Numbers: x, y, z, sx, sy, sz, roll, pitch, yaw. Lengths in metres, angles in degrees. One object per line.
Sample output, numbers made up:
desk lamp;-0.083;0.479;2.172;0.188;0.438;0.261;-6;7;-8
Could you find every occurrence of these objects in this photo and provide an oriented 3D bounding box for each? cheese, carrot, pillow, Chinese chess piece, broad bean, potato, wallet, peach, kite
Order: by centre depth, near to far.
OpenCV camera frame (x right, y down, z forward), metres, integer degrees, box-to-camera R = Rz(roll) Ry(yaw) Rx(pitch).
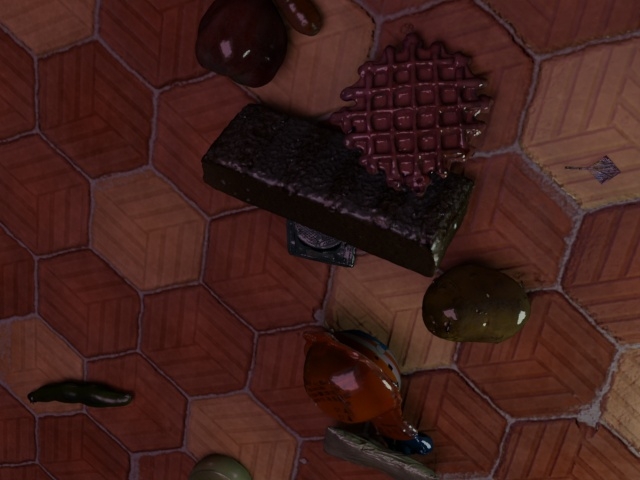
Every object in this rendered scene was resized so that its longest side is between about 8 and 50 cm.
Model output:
kite;0.419;-0.104;1.383;0.078;0.002;0.044;-15;108;27
carrot;-0.075;-0.412;1.426;0.048;0.048;0.216;-40;90;33
peach;-0.122;-0.324;1.434;0.152;0.152;0.152;10;118;19
potato;0.254;0.107;1.490;0.176;0.137;0.137;6;119;-3
wallet;0.000;0.000;1.601;0.129;0.026;0.088;11;119;18
cheese;0.082;0.280;1.639;0.217;0.129;0.329;-9;127;53
pillow;0.112;0.415;1.712;0.229;0.050;0.148;20;162;10
Chinese chess piece;-0.215;0.529;1.936;0.144;0.058;0.144;9;118;17
broad bean;-0.544;0.339;1.993;0.297;0.043;0.060;-2;125;25

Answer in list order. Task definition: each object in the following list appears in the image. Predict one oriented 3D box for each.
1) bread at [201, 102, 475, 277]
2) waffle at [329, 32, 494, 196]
bread;0.026;-0.092;1.458;0.416;0.165;0.113;21;142;12
waffle;0.144;-0.197;1.371;0.221;0.055;0.234;44;89;8
